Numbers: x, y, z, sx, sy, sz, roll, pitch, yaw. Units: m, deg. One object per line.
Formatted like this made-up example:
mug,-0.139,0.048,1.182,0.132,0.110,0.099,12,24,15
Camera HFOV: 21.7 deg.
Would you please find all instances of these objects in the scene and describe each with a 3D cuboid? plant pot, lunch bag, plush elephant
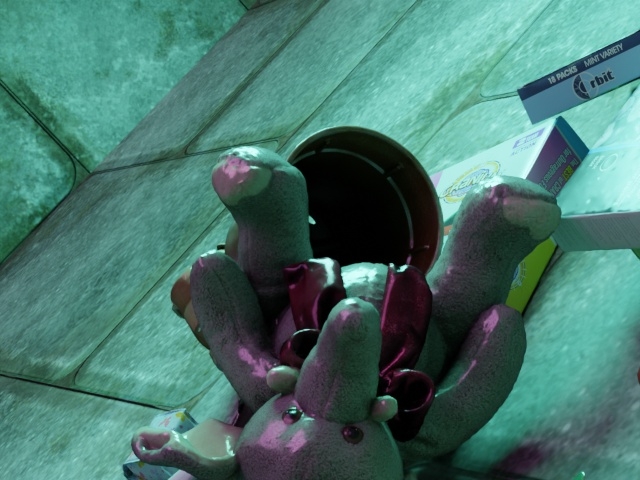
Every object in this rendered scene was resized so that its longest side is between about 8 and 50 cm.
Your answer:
plant pot,0.000,0.000,1.511,0.167,0.167,0.165,-52,11,-28
lunch bag,-0.163,0.218,1.730,0.083,0.053,0.071,-18,31,51
plush elephant,0.013,0.109,1.234,0.255,0.271,0.330,-69,-7,-74

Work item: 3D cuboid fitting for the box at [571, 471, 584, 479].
box,0.126,0.222,0.916,0.105,0.043,0.179,-65,-13,-51

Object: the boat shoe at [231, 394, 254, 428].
boat shoe,-0.049,0.148,1.612,0.219,0.070,0.077,-51,19,-26

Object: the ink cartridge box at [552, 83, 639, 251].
ink cartridge box,0.289,-0.079,1.267,0.206,0.045,0.208,-51,21,-19

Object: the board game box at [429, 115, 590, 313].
board game box,0.103,0.039,1.546,0.242,0.064,0.316,-24,24,46

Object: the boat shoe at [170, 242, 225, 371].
boat shoe,-0.077,0.051,1.721,0.123,0.116,0.324,-48,-4,4

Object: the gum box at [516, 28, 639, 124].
gum box,0.294,-0.171,1.541,0.157,0.041,0.184,-24,0,41

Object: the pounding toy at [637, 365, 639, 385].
pounding toy,0.226,0.091,0.901,0.183,0.110,0.237,-38,-11,26

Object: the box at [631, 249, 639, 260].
box,0.386,-0.127,1.328,0.322,0.058,0.232,-34,19,32

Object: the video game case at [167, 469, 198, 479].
video game case,-0.123,0.252,1.447,0.157,0.143,0.019,-41,59,5
